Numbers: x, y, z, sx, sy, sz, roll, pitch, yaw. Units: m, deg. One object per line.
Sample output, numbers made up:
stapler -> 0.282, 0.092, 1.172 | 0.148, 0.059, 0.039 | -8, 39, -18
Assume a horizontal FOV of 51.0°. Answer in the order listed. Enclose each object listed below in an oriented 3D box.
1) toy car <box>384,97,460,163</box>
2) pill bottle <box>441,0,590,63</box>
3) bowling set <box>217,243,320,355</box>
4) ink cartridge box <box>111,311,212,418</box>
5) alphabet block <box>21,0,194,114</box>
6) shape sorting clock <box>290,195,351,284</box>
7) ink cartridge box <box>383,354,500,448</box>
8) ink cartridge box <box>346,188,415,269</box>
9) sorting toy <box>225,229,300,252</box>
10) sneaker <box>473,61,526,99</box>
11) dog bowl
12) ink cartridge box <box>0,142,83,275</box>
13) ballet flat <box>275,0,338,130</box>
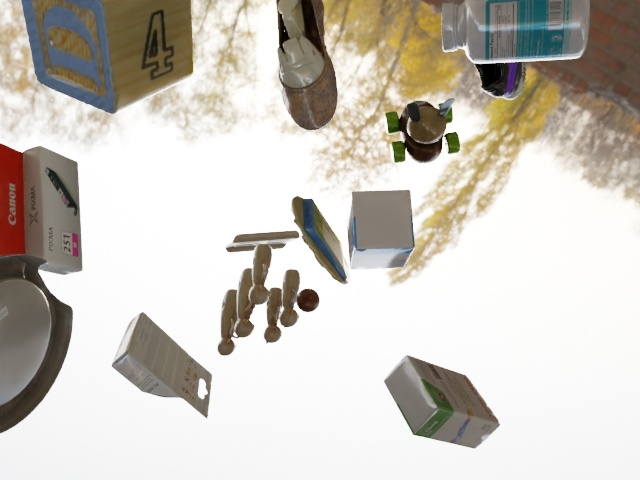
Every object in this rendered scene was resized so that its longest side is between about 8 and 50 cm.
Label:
toy car -> 0.230, -0.267, 1.479 | 0.188, 0.154, 0.149 | 80, 180, -73
pill bottle -> 0.367, -0.416, 1.282 | 0.263, 0.146, 0.146 | 1, -163, 14
bowling set -> -0.091, 0.145, 1.397 | 0.199, 0.287, 0.154 | 13, -123, -15
ink cartridge box -> -0.343, 0.286, 1.483 | 0.232, 0.066, 0.189 | 51, -171, -19
alphabet block -> -0.346, -0.352, 1.111 | 0.192, 0.194, 0.197 | 25, -138, 20
shape sorting clock -> 0.000, 0.000, 1.350 | 0.206, 0.040, 0.206 | 57, -167, -21
ink cartridge box -> 0.341, 0.457, 1.888 | 0.278, 0.117, 0.201 | 24, -157, -36
ink cartridge box -> 0.089, -0.011, 1.037 | 0.089, 0.092, 0.143 | -2, 163, -2
sorting toy -> -0.174, -0.003, 1.967 | 0.192, 0.038, 0.208 | -5, 171, -16
sneaker -> 0.448, -0.511, 1.711 | 0.146, 0.294, 0.102 | -8, -176, -37
dog bowl -> -0.625, 0.187, 1.265 | 0.102, 0.349, 0.348 | 10, -164, 18
ink cartridge box -> -0.628, -0.076, 1.473 | 0.239, 0.060, 0.275 | 29, -129, -68
ballet flat -> -0.039, -0.339, 1.179 | 0.106, 0.107, 0.316 | 51, -154, -59
